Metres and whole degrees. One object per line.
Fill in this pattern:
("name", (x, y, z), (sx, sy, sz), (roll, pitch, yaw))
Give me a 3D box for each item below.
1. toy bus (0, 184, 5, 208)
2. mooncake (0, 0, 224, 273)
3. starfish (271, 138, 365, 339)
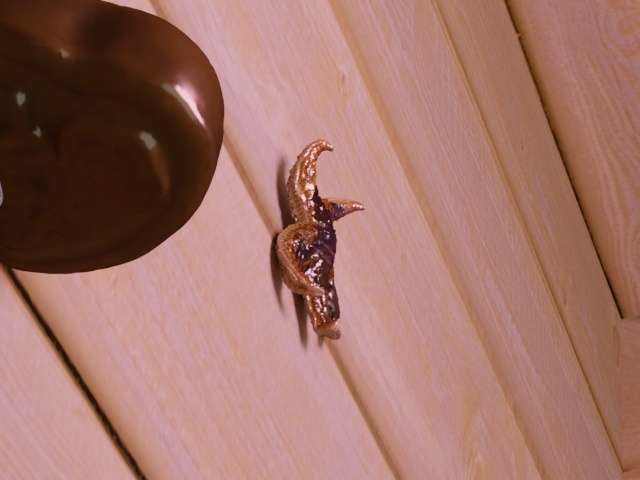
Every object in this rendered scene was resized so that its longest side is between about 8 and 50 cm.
("toy bus", (-0.319, -0.055, 0.940), (0.271, 0.164, 0.133), (-15, 91, -70))
("mooncake", (-0.197, -0.072, 1.231), (0.117, 0.234, 0.235), (-81, 151, -52))
("starfish", (-0.002, -0.001, 1.948), (0.216, 0.071, 0.238), (-7, 95, -76))
